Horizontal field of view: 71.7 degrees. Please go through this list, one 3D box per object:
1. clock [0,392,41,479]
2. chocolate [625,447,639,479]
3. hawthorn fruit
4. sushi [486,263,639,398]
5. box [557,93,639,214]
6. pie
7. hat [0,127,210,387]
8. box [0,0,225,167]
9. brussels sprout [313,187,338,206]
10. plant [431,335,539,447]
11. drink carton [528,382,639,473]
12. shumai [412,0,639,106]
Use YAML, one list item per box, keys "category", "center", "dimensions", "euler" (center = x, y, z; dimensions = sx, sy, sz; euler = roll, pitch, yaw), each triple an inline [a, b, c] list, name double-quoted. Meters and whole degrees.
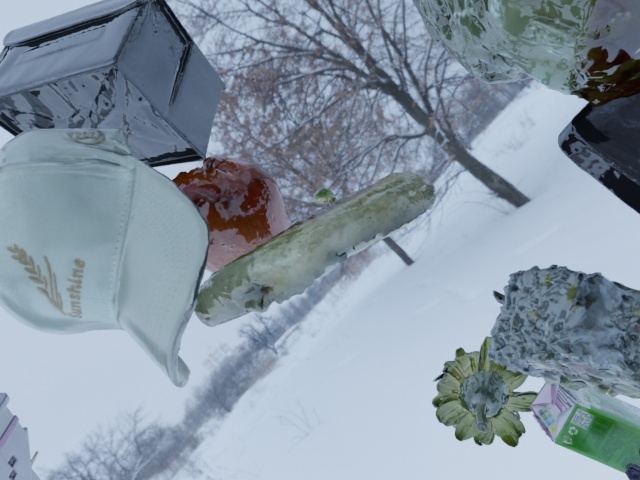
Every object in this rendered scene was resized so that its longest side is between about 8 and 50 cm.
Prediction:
- category: "clock"
  center: [-0.576, 0.401, 0.711]
  dimensions: [0.166, 0.235, 0.309]
  euler: [-92, -3, -58]
- category: "chocolate"
  center: [0.656, 0.346, 0.687]
  dimensions: [0.126, 0.148, 0.343]
  euler: [-16, -13, -40]
- category: "hawthorn fruit"
  center: [-0.143, -0.017, 0.801]
  dimensions: [0.211, 0.299, 0.211]
  euler: [-22, 36, 17]
- category: "sushi"
  center: [0.337, 0.127, 0.599]
  dimensions: [0.274, 0.184, 0.139]
  euler: [141, 152, -68]
- category: "box"
  center: [0.519, -0.125, 0.633]
  dimensions: [0.289, 0.290, 0.073]
  euler: [-40, -15, -26]
- category: "pie"
  center: [0.000, 0.000, 0.550]
  dimensions: [0.338, 0.075, 0.337]
  euler: [-32, 2, 1]
- category: "hat"
  center: [-0.243, 0.041, 0.461]
  dimensions: [0.168, 0.301, 0.257]
  euler: [-18, -50, -43]
- category: "box"
  center: [-0.408, -0.282, 0.859]
  dimensions: [0.251, 0.346, 0.204]
  euler: [54, -145, -56]
- category: "brussels sprout"
  center: [0.020, -0.100, 1.142]
  dimensions: [0.051, 0.083, 0.046]
  euler: [-44, 13, -12]
- category: "plant"
  center: [0.426, 0.428, 1.232]
  dimensions: [0.297, 0.305, 0.261]
  euler: [-5, 10, -37]
- category: "drink carton"
  center: [0.609, 0.397, 0.941]
  dimensions: [0.161, 0.271, 0.108]
  euler: [-58, -10, -78]
- category: "shumai"
  center: [0.314, -0.335, 0.542]
  dimensions: [0.324, 0.323, 0.397]
  euler: [-34, -44, 13]
